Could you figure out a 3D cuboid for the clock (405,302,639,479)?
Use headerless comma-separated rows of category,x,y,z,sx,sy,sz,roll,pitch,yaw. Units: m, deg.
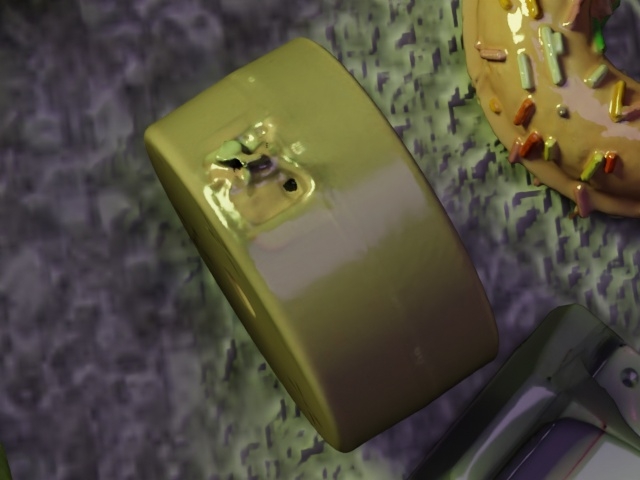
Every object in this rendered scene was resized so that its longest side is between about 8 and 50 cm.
clock,0.095,0.168,0.770,0.186,0.083,0.253,41,79,1

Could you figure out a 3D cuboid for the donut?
donut,0.130,-0.064,0.820,0.166,0.065,0.117,23,79,0

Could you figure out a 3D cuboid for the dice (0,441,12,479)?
dice,-0.209,0.195,0.647,0.252,0.254,0.250,-9,83,-10

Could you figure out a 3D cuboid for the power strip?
power strip,0.000,0.000,0.750,0.078,0.154,0.154,-31,85,-8
